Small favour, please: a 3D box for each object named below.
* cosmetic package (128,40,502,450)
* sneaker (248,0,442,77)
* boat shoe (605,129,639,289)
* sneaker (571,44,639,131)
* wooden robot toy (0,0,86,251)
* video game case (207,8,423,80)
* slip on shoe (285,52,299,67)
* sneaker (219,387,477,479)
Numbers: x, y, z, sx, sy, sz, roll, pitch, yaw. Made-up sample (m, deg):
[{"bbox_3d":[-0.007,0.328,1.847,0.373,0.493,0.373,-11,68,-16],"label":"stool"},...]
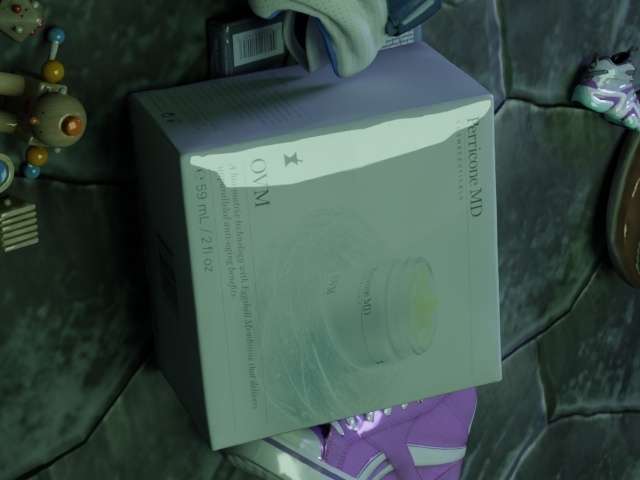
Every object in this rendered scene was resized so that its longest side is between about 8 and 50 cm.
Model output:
[{"bbox_3d":[0.000,0.000,1.301,0.224,0.138,0.224,-13,116,-17],"label":"cosmetic package"},{"bbox_3d":[0.068,-0.216,1.283,0.236,0.130,0.323,-49,160,21],"label":"sneaker"},{"bbox_3d":[0.368,-0.098,1.674,0.123,0.116,0.324,35,81,-45],"label":"boat shoe"},{"bbox_3d":[0.266,-0.136,1.618,0.098,0.038,0.069,20,93,-46],"label":"sneaker"},{"bbox_3d":[-0.187,-0.073,1.187,0.076,0.079,0.173,1,104,-44],"label":"wooden robot toy"},{"bbox_3d":[0.003,-0.054,1.413,0.196,0.026,0.274,-20,120,-37],"label":"video game case"},{"bbox_3d":[0.016,-0.145,1.343,0.051,0.041,0.135,28,86,-45],"label":"slip on shoe"},{"bbox_3d":[0.031,0.133,1.469,0.282,0.102,0.161,23,86,-56],"label":"sneaker"}]
